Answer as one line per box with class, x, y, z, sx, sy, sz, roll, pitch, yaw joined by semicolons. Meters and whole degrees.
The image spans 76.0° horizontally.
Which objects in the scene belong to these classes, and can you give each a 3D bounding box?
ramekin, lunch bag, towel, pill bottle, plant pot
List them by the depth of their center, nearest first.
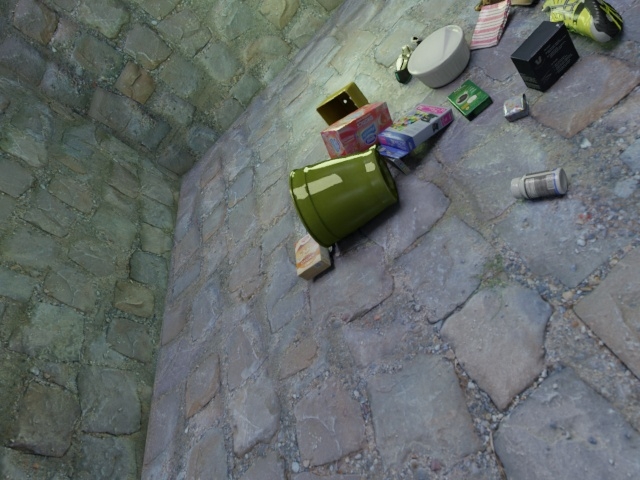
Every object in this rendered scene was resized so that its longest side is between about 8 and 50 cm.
pill bottle;0.653;-0.167;1.228;0.137;0.078;0.078;-6;58;48
lunch bag;0.694;-0.474;1.452;0.071;0.053;0.083;-16;61;45
plant pot;0.117;-0.202;1.699;0.353;0.366;0.366;-23;45;21
towel;0.725;-0.925;1.762;0.144;0.029;0.196;21;94;56
ramekin;0.542;-0.815;1.842;0.273;0.127;0.272;-31;41;32
plant pot;0.140;-0.714;2.184;0.212;0.212;0.187;-19;36;40

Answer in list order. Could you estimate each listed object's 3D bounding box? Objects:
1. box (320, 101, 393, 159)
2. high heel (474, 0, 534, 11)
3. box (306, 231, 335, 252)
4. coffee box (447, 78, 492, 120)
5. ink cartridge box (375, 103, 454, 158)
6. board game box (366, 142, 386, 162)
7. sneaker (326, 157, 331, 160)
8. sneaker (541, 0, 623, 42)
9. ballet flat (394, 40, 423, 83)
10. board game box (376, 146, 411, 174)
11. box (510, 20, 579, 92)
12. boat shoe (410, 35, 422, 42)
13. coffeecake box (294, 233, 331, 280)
box;0.170;-0.486;1.837;0.300;0.154;0.142;-35;26;-23
high heel;0.789;-1.023;1.750;0.261;0.093;0.186;-15;51;37
box;0.000;0.000;1.898;0.136;0.037;0.225;-35;41;27
coffee box;0.599;-0.567;1.649;0.113;0.040;0.184;-41;38;20
ink cartridge box;0.378;-0.460;1.711;0.311;0.065;0.186;-39;36;-11
board game box;0.259;-0.400;1.920;0.124;0.039;0.259;-17;52;41
sneaker;0.112;-0.421;2.081;0.258;0.094;0.091;-32;23;24
sneaker;0.895;-0.772;1.414;0.147;0.145;0.384;-51;27;45
ballet flat;0.448;-0.927;2.070;0.095;0.096;0.280;1;63;51
board game box;0.310;-0.343;1.753;0.026;0.103;0.154;-50;36;8
box;0.765;-0.627;1.399;0.156;0.158;0.093;-47;36;11
boat shoe;0.502;-1.071;2.175;0.035;0.035;0.100;-42;37;19
coffeecake box;-0.037;0.061;1.809;0.142;0.068;0.185;-36;41;28
